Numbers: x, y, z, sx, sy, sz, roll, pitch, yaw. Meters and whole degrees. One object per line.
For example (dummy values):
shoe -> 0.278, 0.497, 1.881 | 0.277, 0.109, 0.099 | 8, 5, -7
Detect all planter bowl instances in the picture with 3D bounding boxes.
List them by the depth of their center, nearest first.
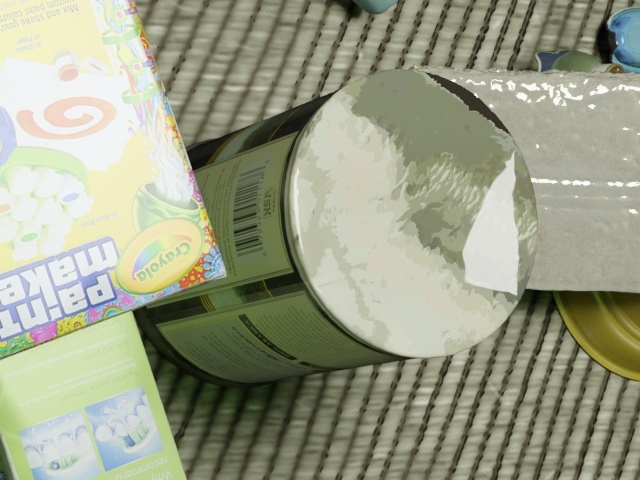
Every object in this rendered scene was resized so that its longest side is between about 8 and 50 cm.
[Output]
planter bowl -> 0.314, 0.013, 1.706 | 0.217, 0.090, 0.217 | 5, 79, -30

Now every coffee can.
coffee can -> 0.000, 0.000, 1.421 | 0.202, 0.275, 0.201 | 5, 80, -29

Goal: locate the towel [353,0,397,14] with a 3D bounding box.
towel -> 0.024, -0.423, 1.615 | 0.320, 0.090, 0.374 | 38, 65, -16

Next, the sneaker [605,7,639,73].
sneaker -> 0.330, -0.189, 1.757 | 0.162, 0.073, 0.063 | -6, 85, -30

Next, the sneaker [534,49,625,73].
sneaker -> 0.191, -0.075, 1.668 | 0.064, 0.086, 0.192 | 6, 108, -57

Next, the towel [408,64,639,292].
towel -> 0.202, -0.051, 1.599 | 0.282, 0.049, 0.187 | 3, 99, -5

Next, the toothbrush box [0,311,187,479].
toothbrush box -> -0.201, 0.127, 1.327 | 0.122, 0.206, 0.283 | -20, 93, -30

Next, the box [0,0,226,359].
box -> -0.253, -0.056, 1.107 | 0.290, 0.177, 0.279 | -20, 94, -27
